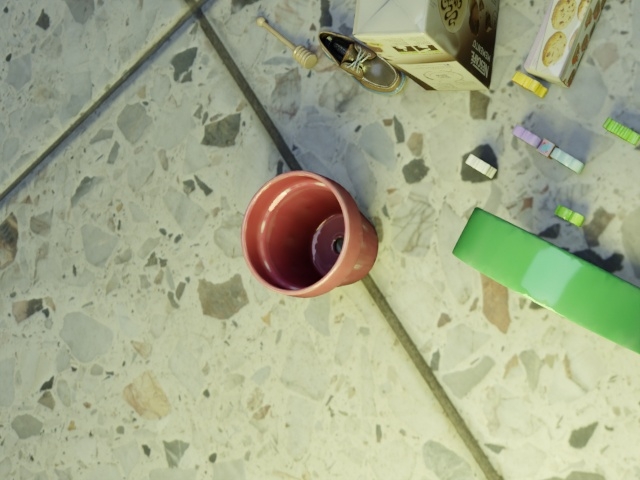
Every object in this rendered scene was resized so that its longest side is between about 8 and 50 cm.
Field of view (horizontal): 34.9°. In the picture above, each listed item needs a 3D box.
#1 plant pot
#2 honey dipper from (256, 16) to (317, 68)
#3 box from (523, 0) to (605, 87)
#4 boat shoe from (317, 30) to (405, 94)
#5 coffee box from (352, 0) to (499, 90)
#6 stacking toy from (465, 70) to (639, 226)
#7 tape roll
[{"bbox_3d":[0.000,0.000,1.668,0.201,0.180,0.201,-6,78,29],"label":"plant pot"},{"bbox_3d":[-0.065,-0.367,1.858,0.161,0.030,0.030,45,104,31],"label":"honey dipper"},{"bbox_3d":[0.410,-0.399,1.571,0.067,0.063,0.324,25,94,29],"label":"box"},{"bbox_3d":[0.063,-0.306,1.751,0.183,0.066,0.066,33,98,30],"label":"boat shoe"},{"bbox_3d":[0.170,-0.348,1.564,0.118,0.297,0.168,4,83,28],"label":"coffee box"},{"bbox_3d":[0.351,-0.142,1.567,0.221,0.052,0.167,35,99,29],"label":"stacking toy"},{"bbox_3d":[0.338,0.057,1.383,0.321,0.321,0.077,31,97,30],"label":"tape roll"}]
